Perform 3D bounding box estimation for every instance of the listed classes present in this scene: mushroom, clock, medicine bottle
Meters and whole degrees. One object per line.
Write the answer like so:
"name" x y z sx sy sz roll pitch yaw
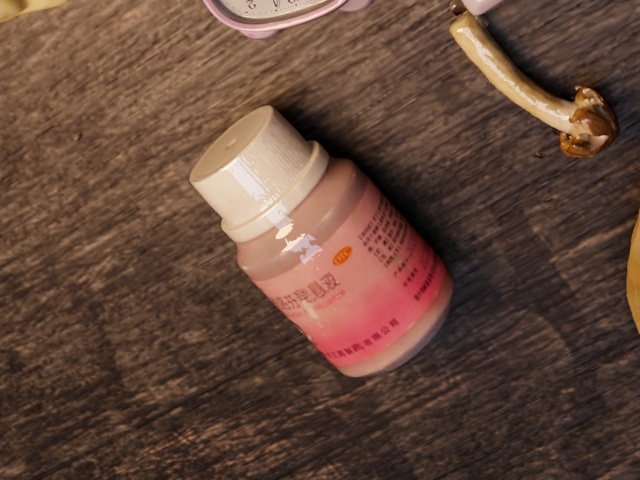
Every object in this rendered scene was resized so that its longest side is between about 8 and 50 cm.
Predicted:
"mushroom" 0.180 -0.139 1.397 0.187 0.061 0.060 38 90 -9
"clock" -0.028 -0.224 1.379 0.152 0.050 0.110 -15 118 16
"medicine bottle" 0.000 0.000 1.457 0.147 0.147 0.247 -35 111 25

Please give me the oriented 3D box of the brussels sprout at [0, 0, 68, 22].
"brussels sprout" -0.319 -0.326 1.182 0.342 0.425 0.361 -15 103 -15

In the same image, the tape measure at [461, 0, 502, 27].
"tape measure" 0.145 -0.291 1.283 0.178 0.105 0.196 43 118 -16

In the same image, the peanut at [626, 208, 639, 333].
"peanut" 0.357 0.000 1.401 0.174 0.158 0.340 13 128 2
